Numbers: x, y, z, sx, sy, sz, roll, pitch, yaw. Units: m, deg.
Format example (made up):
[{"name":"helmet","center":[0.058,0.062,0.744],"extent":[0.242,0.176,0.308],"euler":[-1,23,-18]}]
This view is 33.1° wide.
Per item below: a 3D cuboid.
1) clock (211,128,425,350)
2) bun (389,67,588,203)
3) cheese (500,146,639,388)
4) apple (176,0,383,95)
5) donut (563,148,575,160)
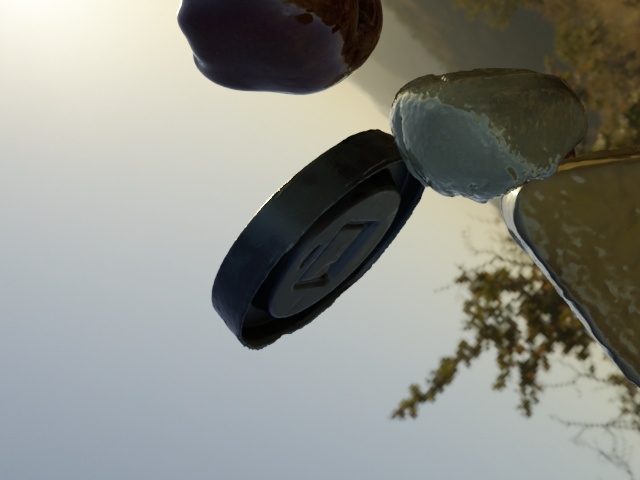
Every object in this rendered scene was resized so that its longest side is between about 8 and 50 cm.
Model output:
[{"name":"clock","center":[0.000,0.000,1.150],"extent":[0.055,0.280,0.280],"euler":[45,-171,18]},{"name":"bun","center":[0.142,-0.090,0.912],"extent":[0.188,0.164,0.111],"euler":[-109,12,-80]},{"name":"cheese","center":[0.491,-0.013,1.547],"extent":[0.384,0.384,0.104],"euler":[38,-176,-9]},{"name":"apple","center":[-0.054,-0.359,1.619],"extent":[0.317,0.288,0.288],"euler":[-3,168,25]},{"name":"donut","center":[0.377,-0.128,1.806],"extent":[0.059,0.140,0.140],"euler":[4,163,38]}]
